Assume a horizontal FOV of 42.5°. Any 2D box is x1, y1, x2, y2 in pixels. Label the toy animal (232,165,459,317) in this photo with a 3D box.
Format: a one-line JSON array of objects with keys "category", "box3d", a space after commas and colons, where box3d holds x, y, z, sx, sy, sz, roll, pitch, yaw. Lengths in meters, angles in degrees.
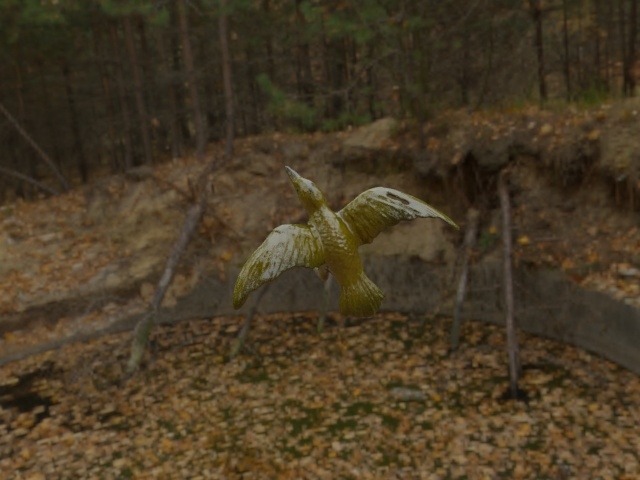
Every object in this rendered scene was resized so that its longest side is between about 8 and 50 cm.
[{"category": "toy animal", "box3d": [0.000, 0.000, 0.794, 0.219, 0.095, 0.155, -25, 49, -15]}]
